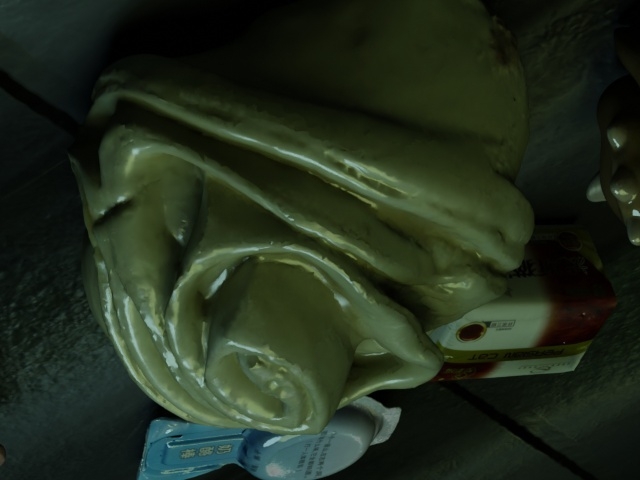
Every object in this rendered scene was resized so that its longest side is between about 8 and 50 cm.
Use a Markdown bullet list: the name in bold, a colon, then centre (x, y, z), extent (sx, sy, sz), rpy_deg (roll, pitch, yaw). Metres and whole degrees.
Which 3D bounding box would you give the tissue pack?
- **tissue pack**: centre (0.149, 0.051, 1.303), extent (0.149, 0.099, 0.106), rpy_deg (-2, 142, -22)

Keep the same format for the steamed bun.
- **steamed bun**: centre (0.001, 0.006, 1.060), extent (0.324, 0.219, 0.309), rpy_deg (-15, 147, -5)

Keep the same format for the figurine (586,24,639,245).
- **figurine**: centre (0.290, -0.051, 1.099), extent (0.177, 0.247, 0.173), rpy_deg (-16, 116, -40)

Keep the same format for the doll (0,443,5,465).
- **doll**: centre (-0.361, 0.149, 1.210), extent (0.262, 0.093, 0.211), rpy_deg (11, 141, -29)

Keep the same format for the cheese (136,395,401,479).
- **cheese**: centre (-0.044, 0.180, 1.440), extent (0.245, 0.052, 0.135), rpy_deg (-5, 141, -18)
